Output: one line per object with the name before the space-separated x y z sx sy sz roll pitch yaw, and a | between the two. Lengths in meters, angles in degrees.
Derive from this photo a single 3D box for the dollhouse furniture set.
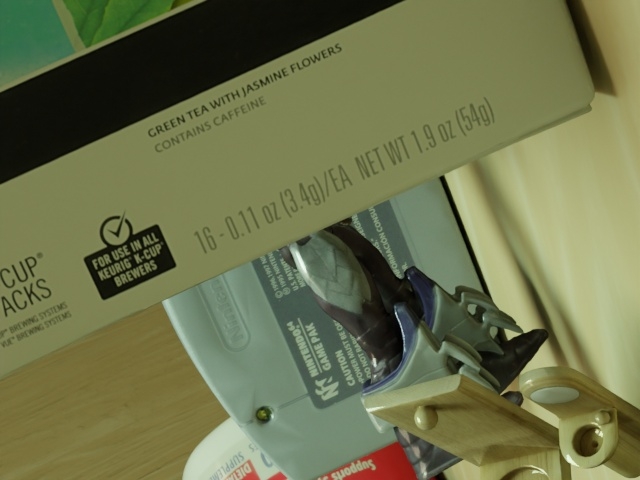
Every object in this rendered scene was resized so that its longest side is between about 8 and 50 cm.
dollhouse furniture set | 0.117 0.149 0.955 0.123 0.144 0.151 32 -131 -49

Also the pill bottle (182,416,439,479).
pill bottle | 0.050 0.346 1.826 0.408 0.229 0.229 60 171 25

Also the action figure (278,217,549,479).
action figure | 0.000 0.000 1.116 0.285 0.099 0.185 44 -165 -7

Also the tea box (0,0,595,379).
tea box | -0.104 -0.150 0.877 0.324 0.329 0.220 66 173 -14

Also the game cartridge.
game cartridge | -0.010 0.005 1.253 0.294 0.196 0.060 68 171 -21
